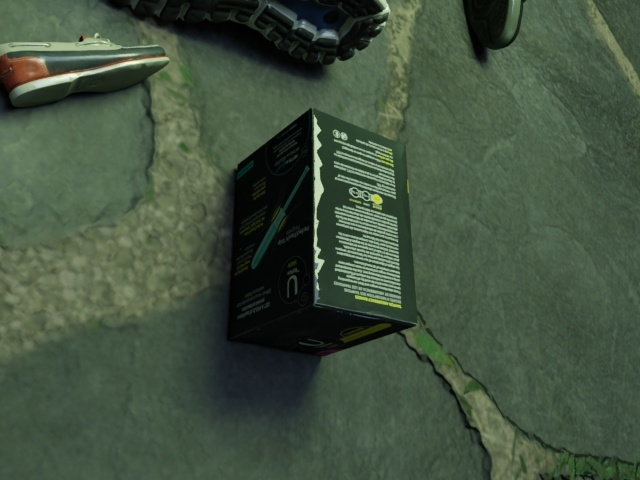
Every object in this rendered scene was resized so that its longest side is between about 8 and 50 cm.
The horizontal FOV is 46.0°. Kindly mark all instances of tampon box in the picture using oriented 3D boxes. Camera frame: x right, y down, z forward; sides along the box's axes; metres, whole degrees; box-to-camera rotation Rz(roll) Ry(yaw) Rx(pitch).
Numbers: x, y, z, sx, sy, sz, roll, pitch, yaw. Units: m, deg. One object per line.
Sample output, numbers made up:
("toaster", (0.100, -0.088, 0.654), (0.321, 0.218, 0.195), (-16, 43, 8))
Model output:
("tampon box", (0.000, 0.000, 0.617), (0.101, 0.120, 0.161), (15, 63, -33))

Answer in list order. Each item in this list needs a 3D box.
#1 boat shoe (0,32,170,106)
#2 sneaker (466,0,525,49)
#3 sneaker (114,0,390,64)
("boat shoe", (-0.180, -0.138, 0.579), (0.137, 0.049, 0.043), (-23, 85, -38))
("sneaker", (0.255, -0.338, 0.987), (0.130, 0.087, 0.227), (15, 58, -27))
("sneaker", (-0.090, -0.273, 0.675), (0.330, 0.130, 0.147), (14, 49, -38))
